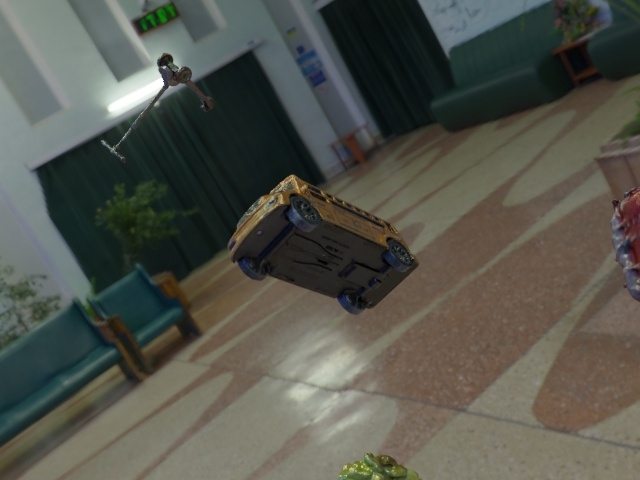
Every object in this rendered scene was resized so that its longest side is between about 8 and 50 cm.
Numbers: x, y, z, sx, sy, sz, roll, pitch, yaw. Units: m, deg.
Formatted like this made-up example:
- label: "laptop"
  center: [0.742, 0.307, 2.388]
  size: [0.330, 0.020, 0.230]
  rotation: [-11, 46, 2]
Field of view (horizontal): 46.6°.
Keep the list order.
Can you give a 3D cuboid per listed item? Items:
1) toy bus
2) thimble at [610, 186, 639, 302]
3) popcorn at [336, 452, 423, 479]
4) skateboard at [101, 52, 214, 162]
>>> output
- label: "toy bus"
  center: [0.000, 0.000, 0.712]
  size: [0.083, 0.194, 0.088]
  rotation: [-44, 45, 24]
- label: "thimble"
  center: [0.413, -0.002, 0.769]
  size: [0.189, 0.125, 0.163]
  rotation: [-2, -20, -15]
- label: "popcorn"
  center: [0.079, 0.367, 1.033]
  size: [0.136, 0.141, 0.162]
  rotation: [-54, 18, -16]
- label: "skateboard"
  center: [-0.121, -0.090, 0.558]
  size: [0.083, 0.032, 0.064]
  rotation: [-50, -29, -3]
